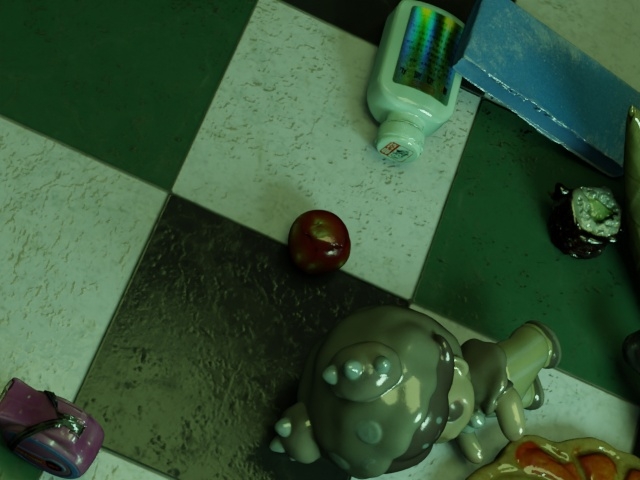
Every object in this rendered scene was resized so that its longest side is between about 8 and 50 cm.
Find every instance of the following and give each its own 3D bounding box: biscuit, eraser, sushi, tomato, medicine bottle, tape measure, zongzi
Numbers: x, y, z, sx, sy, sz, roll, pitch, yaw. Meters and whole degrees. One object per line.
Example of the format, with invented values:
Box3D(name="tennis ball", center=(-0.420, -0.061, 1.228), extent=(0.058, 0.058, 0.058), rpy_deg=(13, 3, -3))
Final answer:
Box3D(name="biscuit", center=(0.325, 0.422, 1.823), extent=(0.381, 0.074, 0.359), rpy_deg=(16, 65, -7))
Box3D(name="eraser", center=(0.334, -0.225, 2.079), extent=(0.312, 0.042, 0.144), rpy_deg=(31, 59, -18))
Box3D(name="sushi", center=(0.365, -0.027, 2.016), extent=(0.098, 0.084, 0.094), rpy_deg=(5, 70, -10))
Box3D(name="tomato", center=(0.000, 0.000, 1.895), extent=(0.087, 0.075, 0.087), rpy_deg=(6, 63, -12))
Box3D(name="medicine bottle", center=(0.132, -0.219, 2.026), extent=(0.121, 0.083, 0.229), rpy_deg=(23, 61, -15))
Box3D(name="tape measure", center=(-0.312, 0.219, 1.672), extent=(0.118, 0.125, 0.074), rpy_deg=(22, 62, 11))
Box3D(name="zongzi", center=(0.468, -0.010, 1.938), extent=(0.145, 0.300, 0.274), rpy_deg=(-12, 67, 25))

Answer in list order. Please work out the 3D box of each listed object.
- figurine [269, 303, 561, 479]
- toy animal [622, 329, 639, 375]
Box3D(name="figurine", center=(0.132, 0.177, 1.789), extent=(0.380, 0.248, 0.203), rpy_deg=(-4, 63, -33))
Box3D(name="toy animal", center=(0.495, 0.279, 1.889), extent=(0.168, 0.106, 0.343), rpy_deg=(27, 38, -45))
